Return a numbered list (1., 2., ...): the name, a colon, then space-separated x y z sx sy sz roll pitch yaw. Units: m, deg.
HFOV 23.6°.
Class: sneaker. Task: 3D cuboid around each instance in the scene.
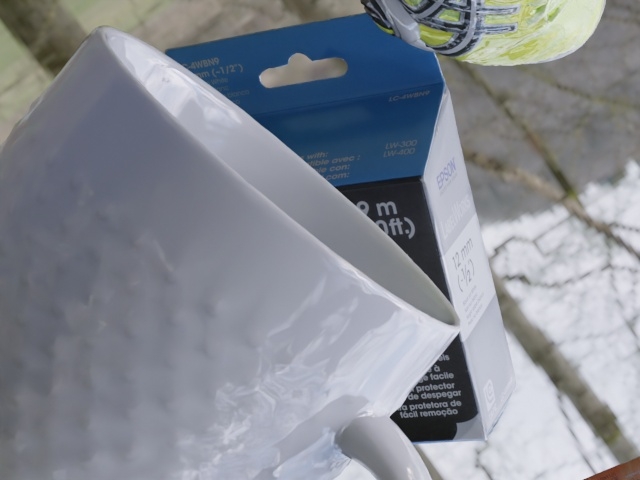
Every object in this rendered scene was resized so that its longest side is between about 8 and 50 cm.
1. sneaker: 0.098 -0.175 0.879 0.145 0.147 0.384 -60 151 4

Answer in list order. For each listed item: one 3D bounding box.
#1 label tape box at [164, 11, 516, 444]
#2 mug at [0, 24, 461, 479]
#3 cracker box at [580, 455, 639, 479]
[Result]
1. label tape box: 0.000 0.000 1.277 0.249 0.348 0.115 -6 -159 25
2. mug: -0.092 0.116 0.896 0.328 0.374 0.276 -50 159 8
3. cracker box: 0.354 0.258 1.520 0.155 0.067 0.232 -25 156 12
